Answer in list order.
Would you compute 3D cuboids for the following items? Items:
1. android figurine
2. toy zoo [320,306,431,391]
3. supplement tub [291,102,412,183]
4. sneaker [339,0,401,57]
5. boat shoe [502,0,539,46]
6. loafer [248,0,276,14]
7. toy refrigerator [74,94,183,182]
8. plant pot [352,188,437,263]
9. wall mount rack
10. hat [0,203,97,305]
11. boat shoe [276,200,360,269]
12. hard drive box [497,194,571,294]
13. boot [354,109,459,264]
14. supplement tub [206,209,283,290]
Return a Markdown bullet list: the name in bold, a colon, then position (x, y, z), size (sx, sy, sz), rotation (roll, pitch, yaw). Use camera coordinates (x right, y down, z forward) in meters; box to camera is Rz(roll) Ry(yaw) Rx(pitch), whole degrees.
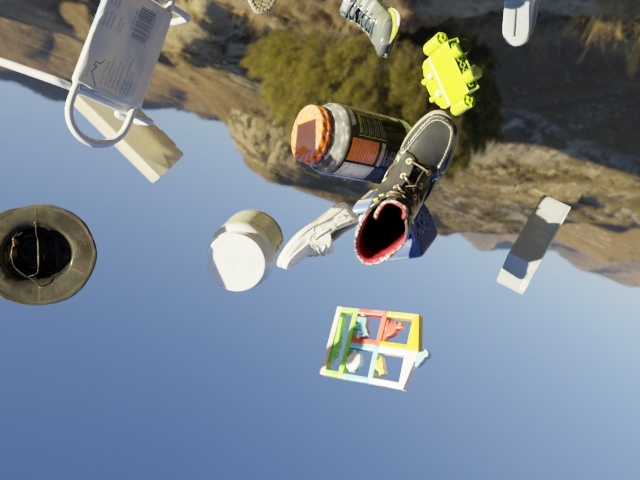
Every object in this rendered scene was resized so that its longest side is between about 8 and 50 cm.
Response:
- **android figurine**: position (0.396, -0.509, 1.927), size (0.056, 0.248, 0.273), rotation (-24, -178, -19)
- **toy zoo**: position (0.148, 0.275, 1.600), size (0.293, 0.192, 0.030), rotation (1, 156, 35)
- **supplement tub**: position (0.098, -0.282, 1.828), size (0.338, 0.207, 0.207), rotation (7, -162, -33)
- **sneaker**: position (0.114, -0.564, 1.568), size (0.121, 0.111, 0.300), rotation (0, -132, -18)
- **boat shoe**: position (0.567, -0.704, 1.749), size (0.109, 0.302, 0.094), rotation (17, -141, 25)
- **loafer**: position (-0.176, -0.811, 1.870), size (0.102, 0.268, 0.092), rotation (-1, -174, -6)
- **toy refrigerator**: position (-0.457, -0.270, 1.486), size (0.269, 0.094, 0.102), rotation (47, 160, -15)
- **plant pot**: position (0.243, -0.065, 2.105), size (0.236, 0.212, 0.236), rotation (-7, -164, 26)
- **wall mount rack**: position (-0.389, -0.343, 1.030), size (0.304, 0.350, 0.130), rotation (21, 177, -41)
- **hat**: position (-0.838, 0.041, 1.889), size (0.331, 0.331, 0.134), rotation (22, 180, -8)
- **boat shoe**: position (0.000, 0.000, 1.761), size (0.096, 0.277, 0.098), rotation (45, 161, 15)
- **hard drive box**: position (0.617, 0.013, 1.815), size (0.089, 0.232, 0.181), rotation (29, 156, 18)
- **boot**: position (0.211, -0.126, 1.553), size (0.138, 0.377, 0.284), rotation (34, -151, -1)
- **supplement tub**: position (-0.265, 0.033, 2.200), size (0.235, 0.235, 0.325), rotation (23, -164, -1)
